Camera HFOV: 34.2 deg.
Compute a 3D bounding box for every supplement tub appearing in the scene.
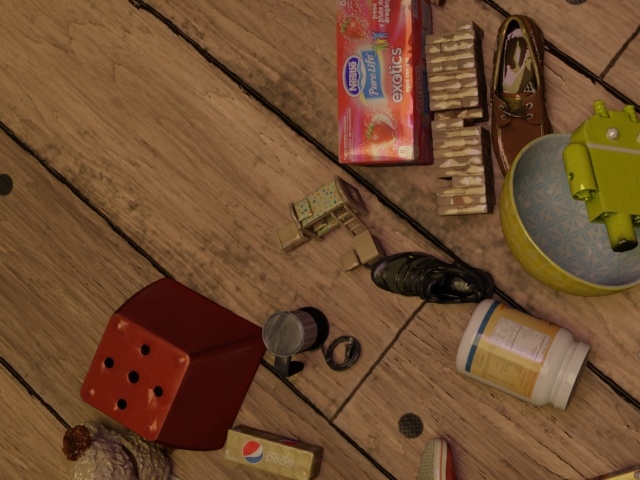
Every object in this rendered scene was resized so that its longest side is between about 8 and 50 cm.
[{"bbox_3d":[0.348,0.198,1.790,0.200,0.144,0.144,22,98,18],"label":"supplement tub"}]

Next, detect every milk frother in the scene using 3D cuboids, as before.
[{"bbox_3d":[-0.014,0.187,1.929,0.143,0.135,0.129,-8,88,20],"label":"milk frother"}]

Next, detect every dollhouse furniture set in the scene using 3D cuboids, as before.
[{"bbox_3d":[0.000,0.000,1.917,0.182,0.101,0.160,-31,62,17],"label":"dollhouse furniture set"}]

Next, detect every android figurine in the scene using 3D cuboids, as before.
[{"bbox_3d":[0.504,-0.108,1.703,0.056,0.248,0.272,132,140,-56],"label":"android figurine"}]

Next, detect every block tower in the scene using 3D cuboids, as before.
[{"bbox_3d":[0.248,-0.212,1.853,0.097,0.091,0.335,-3,89,20],"label":"block tower"}]

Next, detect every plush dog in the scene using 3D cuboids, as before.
[{"bbox_3d":[-0.395,0.453,2.023,0.211,0.225,0.262,-32,79,18],"label":"plush dog"}]

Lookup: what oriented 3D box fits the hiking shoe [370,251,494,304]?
[{"bbox_3d":[0.191,0.066,1.863,0.227,0.114,0.086,6,92,20],"label":"hiking shoe"}]

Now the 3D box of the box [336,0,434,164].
[{"bbox_3d":[0.119,-0.284,1.870,0.142,0.154,0.299,-1,91,21],"label":"box"}]

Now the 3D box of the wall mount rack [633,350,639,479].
[{"bbox_3d":[0.657,0.288,1.644,0.304,0.130,0.349,-1,80,35],"label":"wall mount rack"}]

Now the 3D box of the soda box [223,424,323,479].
[{"bbox_3d":[-0.090,0.409,2.000,0.181,0.058,0.061,12,94,21],"label":"soda box"}]

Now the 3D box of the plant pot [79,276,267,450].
[{"bbox_3d":[-0.299,0.245,1.982,0.267,0.236,0.267,27,99,19],"label":"plant pot"}]

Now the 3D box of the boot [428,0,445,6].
[{"bbox_3d":[0.210,-0.513,1.885,0.085,0.059,0.157,27,101,23],"label":"boot"}]

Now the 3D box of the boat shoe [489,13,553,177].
[{"bbox_3d":[0.339,-0.237,1.811,0.111,0.104,0.307,-6,88,20],"label":"boat shoe"}]

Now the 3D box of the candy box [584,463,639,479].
[{"bbox_3d":[0.480,0.465,1.791,0.187,0.053,0.109,-22,83,18],"label":"candy box"}]

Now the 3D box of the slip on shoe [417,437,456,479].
[{"bbox_3d":[0.238,0.517,1.862,0.101,0.123,0.331,-7,82,-12],"label":"slip on shoe"}]

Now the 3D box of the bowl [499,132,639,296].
[{"bbox_3d":[0.407,-0.020,1.741,0.289,0.289,0.156,57,148,11],"label":"bowl"}]
